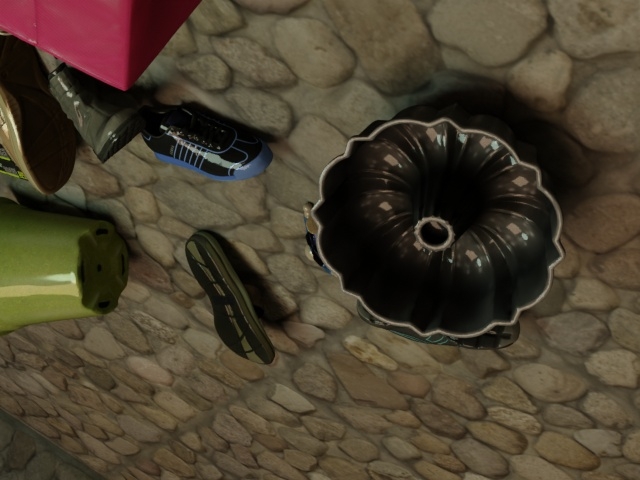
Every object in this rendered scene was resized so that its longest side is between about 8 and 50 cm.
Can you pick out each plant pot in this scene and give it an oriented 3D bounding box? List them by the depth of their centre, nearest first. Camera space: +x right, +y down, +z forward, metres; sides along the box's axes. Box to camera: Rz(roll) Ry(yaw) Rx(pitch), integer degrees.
[{"bbox_3d":[-0.518,0.051,2.090,0.254,0.276,0.276,0,139,21],"label":"plant pot"}]

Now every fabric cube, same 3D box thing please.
[{"bbox_3d":[-0.262,-0.383,1.245,0.259,0.254,0.258,27,148,6],"label":"fabric cube"}]

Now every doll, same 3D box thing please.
[{"bbox_3d":[0.000,0.000,1.723,0.189,0.046,0.129,108,137,-79],"label":"doll"}]

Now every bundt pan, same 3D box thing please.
[{"bbox_3d":[0.160,-0.038,1.440,0.331,0.124,0.330,8,122,13],"label":"bundt pan"}]

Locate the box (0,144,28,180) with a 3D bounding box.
[{"bbox_3d":[-0.578,-0.189,1.974,0.191,0.045,0.184,16,148,21],"label":"box"}]

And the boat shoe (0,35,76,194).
[{"bbox_3d":[-0.506,-0.229,1.801,0.110,0.121,0.341,14,135,32],"label":"boat shoe"}]

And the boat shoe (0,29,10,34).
[{"bbox_3d":[-0.541,-0.349,1.599,0.324,0.123,0.116,5,154,8],"label":"boat shoe"}]

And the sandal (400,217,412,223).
[{"bbox_3d":[0.112,-0.065,1.572,0.180,0.072,0.049,18,125,26],"label":"sandal"}]

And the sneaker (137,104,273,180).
[{"bbox_3d":[-0.184,-0.154,1.664,0.232,0.081,0.090,11,150,31],"label":"sneaker"}]

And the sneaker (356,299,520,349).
[{"bbox_3d":[0.195,0.120,1.751,0.267,0.101,0.106,12,166,25],"label":"sneaker"}]

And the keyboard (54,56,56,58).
[{"bbox_3d":[-0.348,-0.318,1.629,0.192,0.038,0.100,-8,108,47],"label":"keyboard"}]

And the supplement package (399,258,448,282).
[{"bbox_3d":[0.129,0.021,1.629,0.179,0.105,0.105,22,148,11],"label":"supplement package"}]

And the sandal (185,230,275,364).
[{"bbox_3d":[-0.148,0.105,2.005,0.120,0.086,0.302,6,126,43],"label":"sandal"}]

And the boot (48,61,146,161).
[{"bbox_3d":[-0.357,-0.202,1.666,0.161,0.083,0.246,50,165,-10],"label":"boot"}]
